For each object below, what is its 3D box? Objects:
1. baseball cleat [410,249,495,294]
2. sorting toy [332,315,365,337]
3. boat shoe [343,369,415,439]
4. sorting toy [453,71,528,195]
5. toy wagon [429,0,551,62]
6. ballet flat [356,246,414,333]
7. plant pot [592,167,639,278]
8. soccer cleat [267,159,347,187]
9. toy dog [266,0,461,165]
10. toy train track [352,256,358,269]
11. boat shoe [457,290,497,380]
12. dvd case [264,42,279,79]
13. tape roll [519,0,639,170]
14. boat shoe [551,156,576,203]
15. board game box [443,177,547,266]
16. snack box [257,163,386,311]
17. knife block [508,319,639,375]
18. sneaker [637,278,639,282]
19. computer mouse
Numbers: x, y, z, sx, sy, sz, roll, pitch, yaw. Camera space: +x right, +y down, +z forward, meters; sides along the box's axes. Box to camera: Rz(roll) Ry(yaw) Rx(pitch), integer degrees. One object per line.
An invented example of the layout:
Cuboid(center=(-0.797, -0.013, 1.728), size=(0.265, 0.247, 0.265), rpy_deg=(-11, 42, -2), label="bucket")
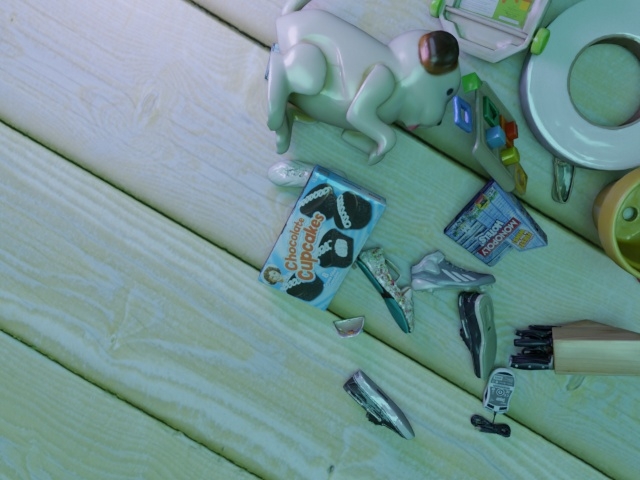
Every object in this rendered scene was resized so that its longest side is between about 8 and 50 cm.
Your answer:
Cuboid(center=(0.323, 0.075, 1.537), size=(0.206, 0.072, 0.109), rpy_deg=(-5, 87, -3), label="baseball cleat")
Cuboid(center=(0.074, 0.225, 1.577), size=(0.083, 0.075, 0.044), rpy_deg=(-12, 99, 6), label="sorting toy")
Cuboid(center=(0.150, 0.433, 1.615), size=(0.070, 0.078, 0.219), rpy_deg=(-43, 87, 9), label="boat shoe")
Cuboid(center=(0.399, -0.232, 1.394), size=(0.047, 0.196, 0.348), rpy_deg=(-12, 145, 38), label="sorting toy")
Cuboid(center=(0.401, -0.565, 1.351), size=(0.267, 0.068, 0.344), rpy_deg=(29, 117, 21), label="toy wagon")
Cuboid(center=(0.180, 0.117, 1.551), size=(0.077, 0.091, 0.241), rpy_deg=(-36, 101, -13), label="ballet flat")
Cuboid(center=(0.730, -0.049, 1.401), size=(0.254, 0.239, 0.254), rpy_deg=(1, 100, 4), label="plant pot")
Cuboid(center=(-0.032, -0.155, 1.513), size=(0.196, 0.076, 0.068), rpy_deg=(6, 101, 3), label="soccer cleat")
Cuboid(center=(0.101, -0.355, 1.391), size=(0.408, 0.284, 0.395), rpy_deg=(3, 75, 0), label="toy dog")
Cuboid(center=(0.060, 0.060, 1.580), size=(0.083, 0.014, 0.048), rpy_deg=(-33, 104, 14), label="toy train track")
Cuboid(center=(0.389, 0.236, 1.571), size=(0.079, 0.084, 0.233), rpy_deg=(4, 112, 41), label="boat shoe")
Cuboid(center=(-0.066, -0.412, 1.500), size=(0.119, 0.013, 0.087), rpy_deg=(16, 101, 1), label="dvd case")
Cuboid(center=(0.650, -0.349, 1.412), size=(0.392, 0.072, 0.392), rpy_deg=(0, 95, 3), label="tape roll")
Cuboid(center=(0.578, -0.163, 1.486), size=(0.056, 0.048, 0.153), rpy_deg=(6, 101, 2), label="boat shoe")
Cuboid(center=(0.424, -0.023, 1.485), size=(0.194, 0.060, 0.194), rpy_deg=(36, 122, -2), label="board game box")
Cuboid(center=(0.000, 0.000, 1.507), size=(0.187, 0.060, 0.322), rpy_deg=(25, 114, -7), label="snack box")
Cuboid(center=(0.590, 0.264, 1.474), size=(0.242, 0.276, 0.088), rpy_deg=(-12, 101, -24), label="knife block")
Cuboid(center=(0.831, 0.020, 1.463), size=(0.087, 0.128, 0.221), rpy_deg=(28, 101, -2), label="sneaker")
Cuboid(center=(0.452, 0.406, 1.606), size=(0.106, 0.042, 0.193), rpy_deg=(11, 107, 6), label="computer mouse")
